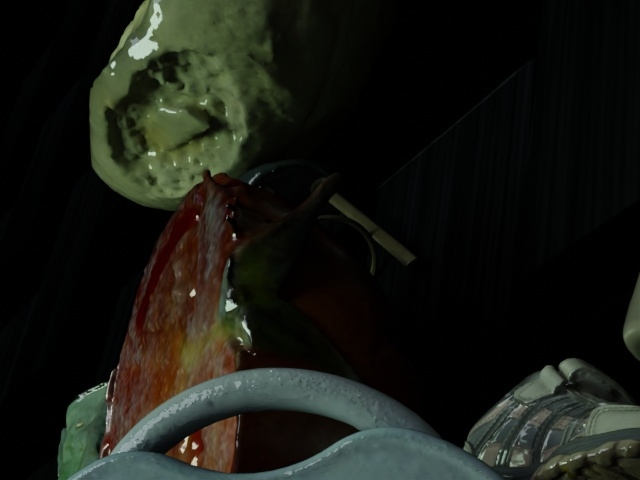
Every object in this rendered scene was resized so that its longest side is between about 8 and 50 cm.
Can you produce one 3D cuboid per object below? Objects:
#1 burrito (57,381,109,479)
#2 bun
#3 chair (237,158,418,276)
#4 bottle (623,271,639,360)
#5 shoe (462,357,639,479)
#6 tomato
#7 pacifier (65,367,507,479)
[{"bbox_3d":[-0.159,0.211,1.150,0.228,0.144,0.089,-90,-12,-48],"label":"burrito"},{"bbox_3d":[-0.050,-0.180,1.243,0.364,0.202,0.364,-61,5,10],"label":"bun"},{"bbox_3d":[-0.001,0.001,1.093,0.095,0.104,0.221,-33,27,-3],"label":"chair"},{"bbox_3d":[0.210,-0.034,0.627,0.110,0.097,0.209,58,-129,-63],"label":"bottle"},{"bbox_3d":[0.125,0.109,0.673,0.180,0.089,0.092,-32,24,47],"label":"shoe"},{"bbox_3d":[-0.030,0.114,0.900,0.309,0.170,0.308,-165,90,-73],"label":"tomato"},{"bbox_3d":[-0.033,0.170,0.588,0.226,0.287,0.238,29,-122,-75],"label":"pacifier"}]
